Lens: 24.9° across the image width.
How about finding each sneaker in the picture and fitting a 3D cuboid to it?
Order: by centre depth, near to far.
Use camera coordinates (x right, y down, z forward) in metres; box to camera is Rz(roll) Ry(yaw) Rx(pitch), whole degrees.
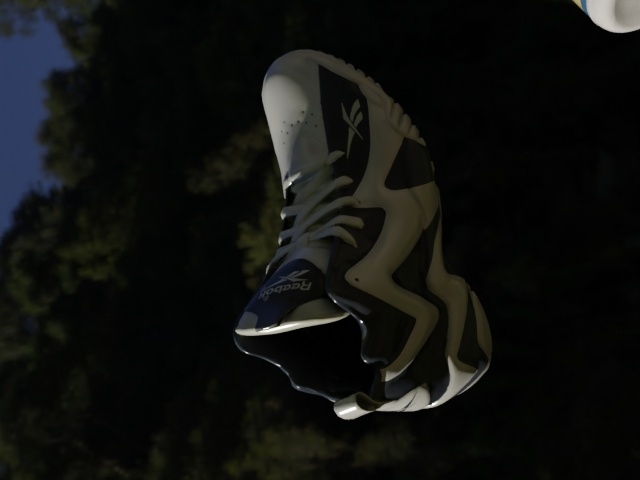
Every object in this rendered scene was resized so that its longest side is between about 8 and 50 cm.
[{"bbox_3d":[0.000,0.000,0.850,0.153,0.094,0.235,-19,-91,-54],"label":"sneaker"}]

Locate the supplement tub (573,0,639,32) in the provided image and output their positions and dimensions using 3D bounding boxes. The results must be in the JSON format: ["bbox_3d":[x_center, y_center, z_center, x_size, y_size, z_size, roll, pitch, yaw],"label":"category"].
[{"bbox_3d":[0.271,-0.316,1.417,0.200,0.144,0.144,53,-170,29],"label":"supplement tub"}]
